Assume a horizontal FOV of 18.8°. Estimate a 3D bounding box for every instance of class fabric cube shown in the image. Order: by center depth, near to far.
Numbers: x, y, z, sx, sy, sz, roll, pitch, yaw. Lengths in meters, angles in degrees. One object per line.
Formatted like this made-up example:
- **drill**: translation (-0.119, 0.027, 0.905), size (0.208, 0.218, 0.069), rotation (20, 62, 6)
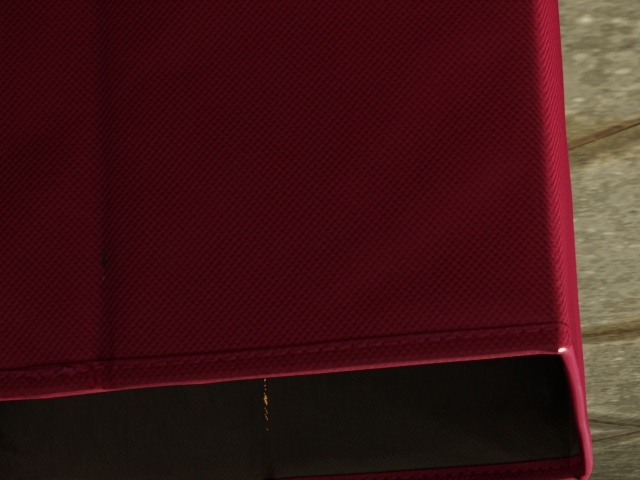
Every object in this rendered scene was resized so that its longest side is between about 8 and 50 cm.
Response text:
- **fabric cube**: translation (-0.046, -0.051, 0.661), size (0.259, 0.258, 0.254), rotation (-6, 166, 8)

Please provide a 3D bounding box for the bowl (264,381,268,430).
- **bowl**: translation (0.000, 0.000, 0.989), size (0.156, 0.289, 0.289), rotation (-50, 155, 4)
